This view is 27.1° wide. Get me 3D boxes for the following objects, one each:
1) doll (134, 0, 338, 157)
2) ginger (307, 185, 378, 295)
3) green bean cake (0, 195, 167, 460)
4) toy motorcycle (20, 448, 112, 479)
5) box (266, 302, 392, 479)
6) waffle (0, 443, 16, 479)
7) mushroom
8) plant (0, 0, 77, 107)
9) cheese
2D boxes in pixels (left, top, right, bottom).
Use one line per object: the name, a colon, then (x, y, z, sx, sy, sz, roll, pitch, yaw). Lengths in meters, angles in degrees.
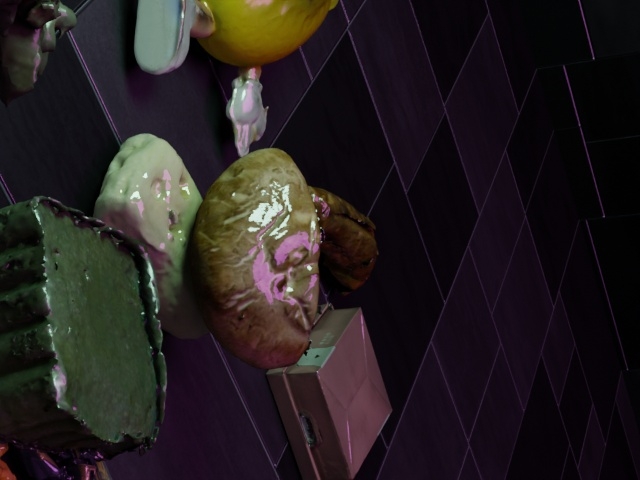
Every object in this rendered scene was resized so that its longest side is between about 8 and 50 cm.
doll: (-0.122, -0.326, 1.851, 0.423, 0.161, 0.348, 41, 62, -53)
ginger: (0.008, -0.011, 2.095, 0.309, 0.107, 0.133, 39, 74, -57)
green bean cake: (-0.270, 0.102, 1.408, 0.241, 0.132, 0.255, 35, 41, -65)
toy motorcycle: (-0.280, 0.291, 1.486, 0.124, 0.061, 0.193, -58, 136, -49)
box: (0.019, 0.237, 2.078, 0.215, 0.086, 0.215, -52, 130, -56)
waffle: (-0.369, 0.206, 1.235, 0.283, 0.065, 0.309, 63, 9, -17)
mushroom: (-0.096, 0.019, 1.668, 0.151, 0.156, 0.286, 3, 80, -38)
plant: (-0.332, -0.296, 1.334, 0.312, 0.213, 0.215, 64, 30, -32)
cheese: (-0.192, 0.003, 1.693, 0.263, 0.093, 0.159, 65, 33, -35)
